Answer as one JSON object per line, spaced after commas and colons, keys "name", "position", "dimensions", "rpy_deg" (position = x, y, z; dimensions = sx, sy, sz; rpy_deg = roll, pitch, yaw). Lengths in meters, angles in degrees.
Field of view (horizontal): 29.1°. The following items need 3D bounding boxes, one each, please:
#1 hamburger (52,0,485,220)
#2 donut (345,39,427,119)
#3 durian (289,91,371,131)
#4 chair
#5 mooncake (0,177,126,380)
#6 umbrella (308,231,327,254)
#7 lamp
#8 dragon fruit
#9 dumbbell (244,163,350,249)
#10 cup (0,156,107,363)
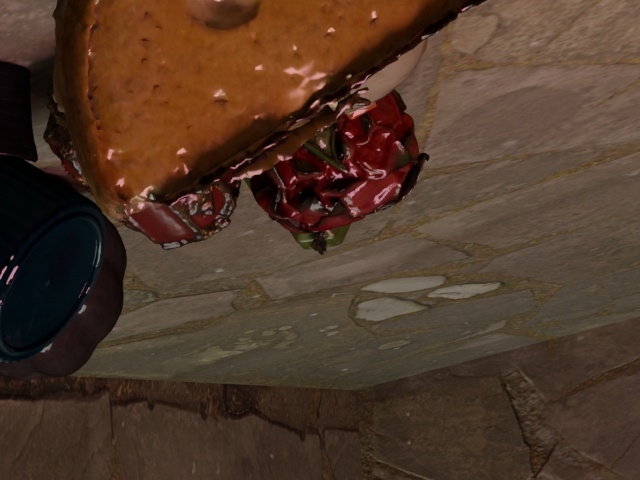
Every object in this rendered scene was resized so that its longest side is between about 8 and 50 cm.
{"name": "hamburger", "position": [-0.047, -0.244, 0.948], "dimensions": [0.445, 0.287, 0.268], "rpy_deg": [-34, -163, -6]}
{"name": "donut", "position": [-0.056, -0.224, 1.271], "dimensions": [0.383, 0.142, 0.382], "rpy_deg": [-5, 164, -1]}
{"name": "durian", "position": [-0.022, -0.150, 1.145], "dimensions": [0.140, 0.071, 0.110], "rpy_deg": [12, 120, -5]}
{"name": "chair", "position": [-0.406, -0.168, 1.390], "dimensions": [0.221, 0.140, 0.145], "rpy_deg": [3, 161, -36]}
{"name": "mooncake", "position": [-0.443, 0.055, 1.873], "dimensions": [0.306, 0.306, 0.154], "rpy_deg": [-5, 163, 2]}
{"name": "umbrella", "position": [-0.001, 0.002, 1.912], "dimensions": [0.031, 0.020, 0.083], "rpy_deg": [34, 167, 9]}
{"name": "lamp", "position": [-0.211, -0.109, 1.499], "dimensions": [0.177, 0.177, 0.274], "rpy_deg": [-13, 141, 29]}
{"name": "dragon fruit", "position": [0.013, -0.105, 1.563], "dimensions": [0.234, 0.233, 0.293], "rpy_deg": [-6, 159, 7]}
{"name": "dumbbell", "position": [-0.029, -0.072, 1.878], "dimensions": [0.121, 0.108, 0.302], "rpy_deg": [-7, 164, 12]}
{"name": "cup", "position": [-0.446, -0.018, 1.491], "dimensions": [0.292, 0.242, 0.308], "rpy_deg": [28, 172, 17]}
